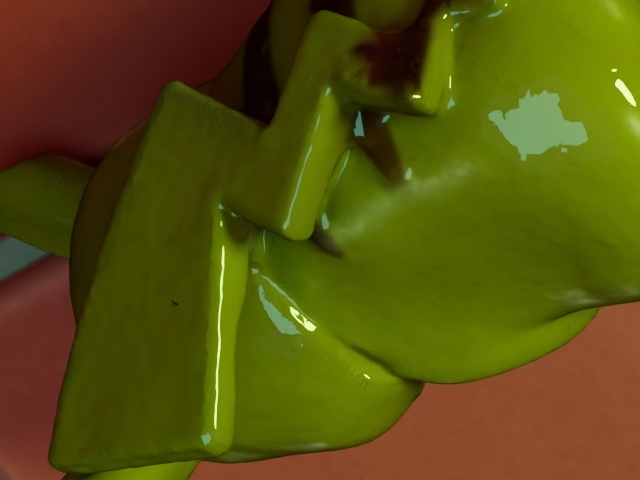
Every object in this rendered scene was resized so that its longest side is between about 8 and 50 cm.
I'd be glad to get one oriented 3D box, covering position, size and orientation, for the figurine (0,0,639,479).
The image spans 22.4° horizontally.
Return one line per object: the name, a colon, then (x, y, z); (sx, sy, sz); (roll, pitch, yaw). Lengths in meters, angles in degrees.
figurine: (0.005, -0.004, 0.592); (0.169, 0.218, 0.327); (28, 130, -32)
